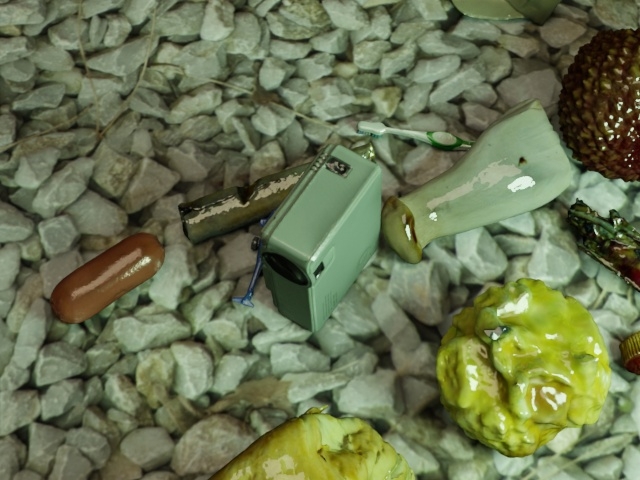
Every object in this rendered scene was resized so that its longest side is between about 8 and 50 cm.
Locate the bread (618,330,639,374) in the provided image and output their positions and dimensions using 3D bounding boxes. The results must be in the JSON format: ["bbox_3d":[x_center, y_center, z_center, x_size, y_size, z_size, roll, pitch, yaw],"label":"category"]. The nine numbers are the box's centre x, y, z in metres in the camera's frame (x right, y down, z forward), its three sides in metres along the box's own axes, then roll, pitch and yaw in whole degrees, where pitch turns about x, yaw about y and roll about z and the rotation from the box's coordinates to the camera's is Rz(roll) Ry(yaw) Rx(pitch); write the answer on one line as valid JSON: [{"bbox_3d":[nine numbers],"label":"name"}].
[{"bbox_3d":[0.479,0.168,1.646,0.085,0.085,0.053,-6,58,-2],"label":"bread"}]

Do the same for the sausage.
[{"bbox_3d":[-0.322,0.056,1.719,0.194,0.077,0.077,-34,69,-13],"label":"sausage"}]

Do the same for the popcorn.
[{"bbox_3d":[0.278,0.170,1.572,0.249,0.225,0.249,0,55,0],"label":"popcorn"}]

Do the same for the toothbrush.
[{"bbox_3d":[0.209,-0.161,1.837,0.304,0.030,0.030,9,65,5],"label":"toothbrush"}]

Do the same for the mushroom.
[{"bbox_3d":[0.237,-0.085,1.758,0.329,0.122,0.159,-28,59,-9],"label":"mushroom"}]

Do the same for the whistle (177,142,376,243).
[{"bbox_3d":[-0.063,-0.076,1.786,0.327,0.057,0.067,-18,110,-8],"label":"whistle"}]

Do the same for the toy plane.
[{"bbox_3d":[-0.089,0.023,1.739,0.054,0.062,0.167,18,76,9],"label":"toy plane"}]

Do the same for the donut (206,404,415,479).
[{"bbox_3d":[-0.049,0.357,1.420,0.360,0.360,0.170,-34,68,-14],"label":"donut"}]

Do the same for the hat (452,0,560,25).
[{"bbox_3d":[0.314,-0.461,1.933,0.173,0.144,0.166,4,60,-22],"label":"hat"}]

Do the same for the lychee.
[{"bbox_3d":[0.481,-0.221,1.754,0.272,0.271,0.271,0,64,1],"label":"lychee"}]

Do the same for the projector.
[{"bbox_3d":[0.000,0.000,1.637,0.099,0.256,0.192,29,69,15],"label":"projector"}]

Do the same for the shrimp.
[{"bbox_3d":[0.560,0.015,1.734,0.365,0.071,0.233,32,60,15],"label":"shrimp"}]
